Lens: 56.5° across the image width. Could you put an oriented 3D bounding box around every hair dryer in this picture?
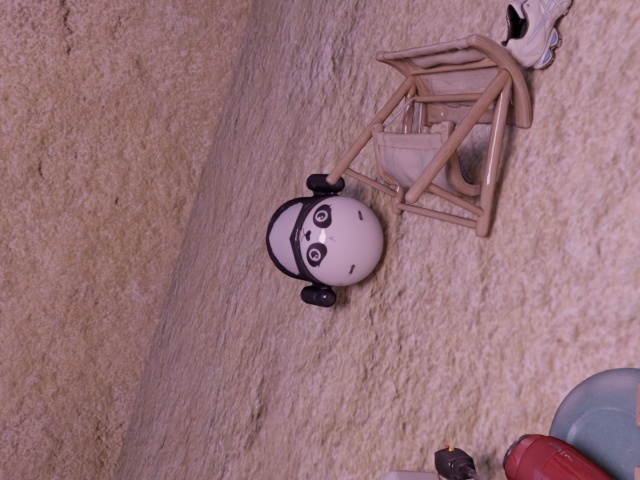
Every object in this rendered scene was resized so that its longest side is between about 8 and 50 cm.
[{"bbox_3d":[0.253,0.306,0.610,0.224,0.080,0.293,62,154,6],"label":"hair dryer"}]

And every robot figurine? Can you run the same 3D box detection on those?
[{"bbox_3d":[-0.002,-0.002,1.145,0.173,0.209,0.278,-39,20,-21],"label":"robot figurine"}]

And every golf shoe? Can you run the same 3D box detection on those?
[{"bbox_3d":[0.311,-0.339,0.858,0.069,0.086,0.176,1,75,62],"label":"golf shoe"}]

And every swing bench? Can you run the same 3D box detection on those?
[{"bbox_3d":[0.173,-0.167,0.942,0.253,0.165,0.255,24,92,62],"label":"swing bench"}]

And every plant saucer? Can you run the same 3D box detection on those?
[{"bbox_3d":[0.310,0.226,0.616,0.195,0.037,0.195,-34,46,44],"label":"plant saucer"}]

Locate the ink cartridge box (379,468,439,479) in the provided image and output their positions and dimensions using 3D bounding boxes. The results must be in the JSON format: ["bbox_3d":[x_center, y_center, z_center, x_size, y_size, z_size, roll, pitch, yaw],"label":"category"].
[{"bbox_3d":[0.123,0.441,0.800,0.153,0.086,0.208,-56,34,30],"label":"ink cartridge box"}]

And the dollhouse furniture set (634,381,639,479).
[{"bbox_3d":[0.363,0.109,0.436,0.262,0.135,0.259,-28,42,58],"label":"dollhouse furniture set"}]
